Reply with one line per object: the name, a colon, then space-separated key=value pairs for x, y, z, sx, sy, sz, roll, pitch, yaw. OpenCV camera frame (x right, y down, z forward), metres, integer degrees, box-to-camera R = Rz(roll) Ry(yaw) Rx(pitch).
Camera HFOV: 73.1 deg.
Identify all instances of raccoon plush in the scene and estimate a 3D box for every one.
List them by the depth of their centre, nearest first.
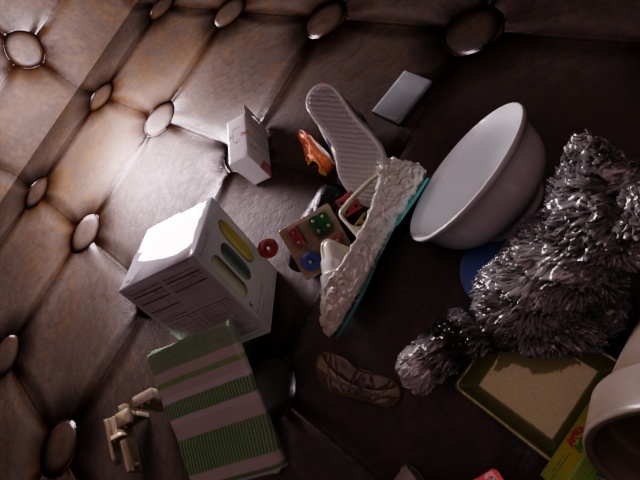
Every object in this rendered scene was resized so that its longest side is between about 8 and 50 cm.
raccoon plush: x=0.299 y=0.068 z=0.611 sx=0.446 sy=0.299 sz=0.216 roll=-41 pitch=52 yaw=-7

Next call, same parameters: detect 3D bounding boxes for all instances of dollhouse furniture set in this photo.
dollhouse furniture set: x=-0.414 y=0.450 z=1.019 sx=0.151 sy=0.144 sz=0.123 roll=-28 pitch=61 yaw=-1

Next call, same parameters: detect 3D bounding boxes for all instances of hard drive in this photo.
hard drive: x=0.207 y=-0.358 z=1.090 sx=0.094 sy=0.022 sz=0.135 roll=39 pitch=90 yaw=36

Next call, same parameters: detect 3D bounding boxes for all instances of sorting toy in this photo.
sorting toy: x=0.000 y=0.000 z=0.979 sx=0.274 sy=0.046 sz=0.132 roll=-29 pitch=93 yaw=3

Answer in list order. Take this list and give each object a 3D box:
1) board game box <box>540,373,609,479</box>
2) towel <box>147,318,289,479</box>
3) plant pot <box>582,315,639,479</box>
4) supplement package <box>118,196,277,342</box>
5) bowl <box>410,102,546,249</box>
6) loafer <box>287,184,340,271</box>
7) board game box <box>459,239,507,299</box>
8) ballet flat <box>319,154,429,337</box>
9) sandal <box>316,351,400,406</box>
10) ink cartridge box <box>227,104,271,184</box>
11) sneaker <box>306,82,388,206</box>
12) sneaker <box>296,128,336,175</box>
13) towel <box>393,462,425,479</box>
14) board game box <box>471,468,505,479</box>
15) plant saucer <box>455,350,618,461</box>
board game box: x=0.415 y=0.299 z=0.627 sx=0.181 sy=0.092 sz=0.043 roll=-54 pitch=10 yaw=-2
towel: x=-0.225 y=0.357 z=0.920 sx=0.247 sy=0.038 sz=0.325 roll=-24 pitch=85 yaw=19
plant pot: x=0.503 y=0.159 z=0.495 sx=0.323 sy=0.323 sz=0.280 roll=8 pitch=49 yaw=32
supplement package: x=-0.255 y=0.088 z=0.971 sx=0.198 sy=0.263 sz=0.199 roll=-23 pitch=37 yaw=19
bowl: x=0.310 y=-0.091 z=0.803 sx=0.134 sy=0.298 sz=0.298 roll=33 pitch=86 yaw=-6
loafer: x=-0.017 y=-0.030 z=1.046 sx=0.223 sy=0.076 sz=0.078 roll=-66 pitch=16 yaw=1
board game box: x=0.351 y=0.062 z=0.812 sx=0.168 sy=0.033 sz=0.133 roll=-21 pitch=57 yaw=13
ballet flat: x=0.081 y=-0.001 z=0.915 sx=0.147 sy=0.147 sz=0.409 roll=25 pitch=81 yaw=35
sandal: x=0.074 y=0.281 z=0.865 sx=0.180 sy=0.049 sz=0.072 roll=15 pitch=82 yaw=19
ink cartridge box: x=-0.204 y=-0.274 z=1.230 sx=0.067 sy=0.115 sz=0.198 roll=-21 pitch=58 yaw=21
sneaker: x=0.084 y=-0.228 z=1.052 sx=0.126 sy=0.127 sz=0.321 roll=-28 pitch=82 yaw=16
sneaker: x=-0.024 y=-0.237 z=1.145 sx=0.067 sy=0.064 sz=0.175 roll=-47 pitch=51 yaw=15
towel: x=0.135 y=0.488 z=0.635 sx=0.187 sy=0.049 sz=0.282 roll=-54 pitch=14 yaw=-2
board game box: x=0.292 y=0.499 z=0.646 sx=0.124 sy=0.039 sz=0.259 roll=-37 pitch=53 yaw=10
plant saucer: x=0.359 y=0.231 z=0.721 sx=0.188 sy=0.045 sz=0.188 roll=35 pitch=88 yaw=37
